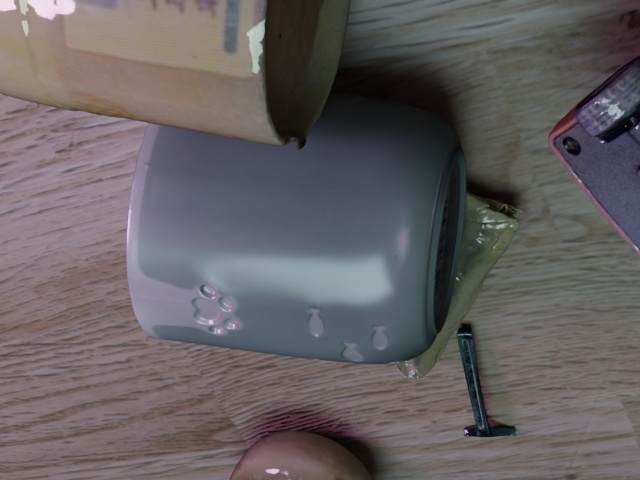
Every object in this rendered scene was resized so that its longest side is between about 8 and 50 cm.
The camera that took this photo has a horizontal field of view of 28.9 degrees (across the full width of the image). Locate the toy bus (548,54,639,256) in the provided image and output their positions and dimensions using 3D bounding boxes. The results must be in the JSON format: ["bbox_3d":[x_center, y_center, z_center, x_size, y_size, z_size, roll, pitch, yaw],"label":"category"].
[{"bbox_3d":[0.385,-0.131,0.925,0.203,0.233,0.427,49,147,-1],"label":"toy bus"}]

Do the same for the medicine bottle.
[{"bbox_3d":[-0.194,-0.227,1.063,0.406,0.236,0.236,11,133,15],"label":"medicine bottle"}]

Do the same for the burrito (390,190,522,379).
[{"bbox_3d":[0.138,0.050,1.348,0.082,0.059,0.275,26,132,8],"label":"burrito"}]

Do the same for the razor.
[{"bbox_3d":[0.186,0.175,1.463,0.066,0.033,0.190,-3,129,17],"label":"razor"}]

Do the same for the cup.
[{"bbox_3d":[0.000,0.000,1.229,0.274,0.259,0.357,8,165,14],"label":"cup"}]

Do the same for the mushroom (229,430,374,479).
[{"bbox_3d":[-0.022,0.342,1.568,0.206,0.209,0.206,-1,110,-3],"label":"mushroom"}]
